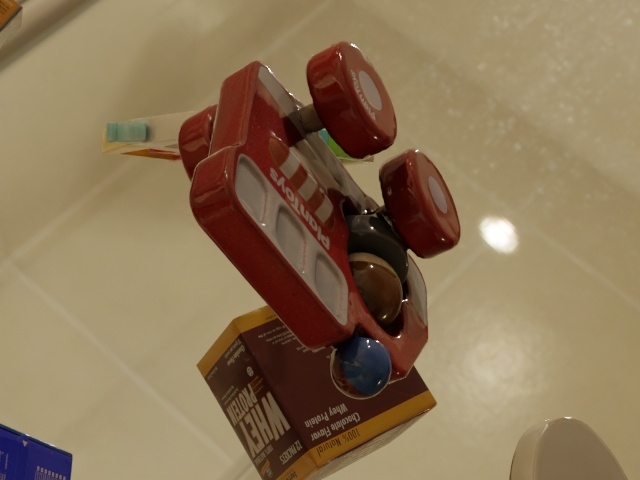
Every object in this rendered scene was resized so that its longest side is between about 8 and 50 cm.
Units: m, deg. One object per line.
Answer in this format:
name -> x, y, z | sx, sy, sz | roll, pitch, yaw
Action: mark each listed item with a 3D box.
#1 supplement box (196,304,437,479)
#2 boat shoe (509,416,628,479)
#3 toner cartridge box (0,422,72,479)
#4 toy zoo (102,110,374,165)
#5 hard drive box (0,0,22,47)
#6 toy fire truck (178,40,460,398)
supplement box -> -0.006, 0.172, 1.499 | 0.194, 0.191, 0.129 | 58, -37, 15
boat shoe -> 0.176, 0.318, 0.970 | 0.158, 0.127, 0.340 | -31, -118, 50
toner cartridge box -> -0.376, 0.386, 1.414 | 0.075, 0.347, 0.165 | -19, -37, 28
toy zoo -> -0.111, -0.109, 1.417 | 0.192, 0.293, 0.030 | -3, -96, 52
hard drive box -> -0.491, -0.236, 1.467 | 0.181, 0.232, 0.089 | 39, -13, -8
toy fire truck -> 0.000, 0.000, 1.056 | 0.169, 0.253, 0.302 | -23, -57, 22
